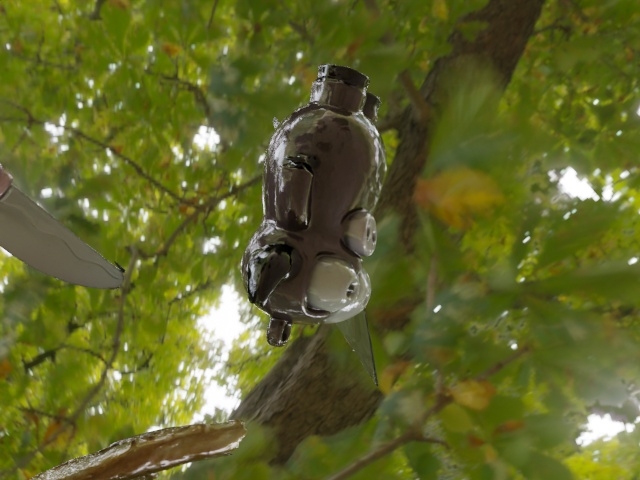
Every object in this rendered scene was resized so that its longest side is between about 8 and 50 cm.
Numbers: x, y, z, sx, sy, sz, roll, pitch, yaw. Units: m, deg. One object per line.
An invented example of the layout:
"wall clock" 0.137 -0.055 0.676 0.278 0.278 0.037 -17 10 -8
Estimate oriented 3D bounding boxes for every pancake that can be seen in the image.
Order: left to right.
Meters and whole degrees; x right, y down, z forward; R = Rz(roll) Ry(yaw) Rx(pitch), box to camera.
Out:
"pancake" -0.232 0.298 1.235 0.265 0.244 0.057 -7 -116 -19

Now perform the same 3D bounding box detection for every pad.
"pad" 0.000 0.000 1.261 0.007 0.367 0.248 -14 -65 -10

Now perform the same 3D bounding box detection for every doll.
"doll" -0.003 -0.026 0.904 0.117 0.182 0.258 7 -101 19

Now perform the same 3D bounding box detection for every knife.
"knife" -0.366 -0.033 1.159 0.081 0.043 0.336 -51 -61 -15
